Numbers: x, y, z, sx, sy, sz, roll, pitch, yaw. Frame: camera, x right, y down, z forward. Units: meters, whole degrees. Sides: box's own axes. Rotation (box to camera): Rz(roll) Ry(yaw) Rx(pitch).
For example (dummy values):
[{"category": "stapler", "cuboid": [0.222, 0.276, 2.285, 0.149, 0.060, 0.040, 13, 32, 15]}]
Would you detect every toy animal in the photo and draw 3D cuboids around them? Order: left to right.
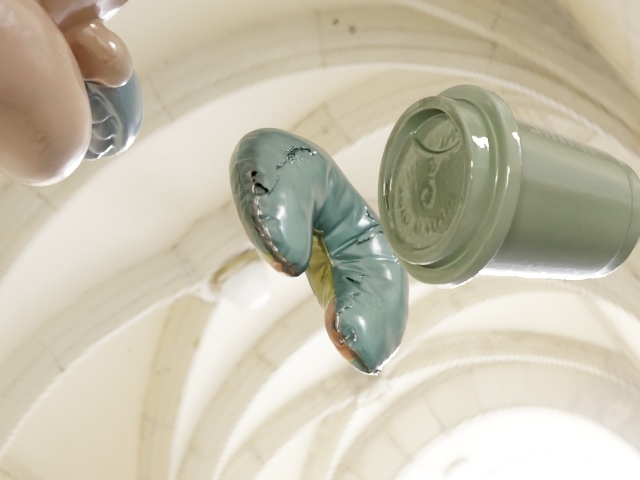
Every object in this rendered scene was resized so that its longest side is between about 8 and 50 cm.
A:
[{"category": "toy animal", "cuboid": [-0.199, -0.151, 0.718, 0.230, 0.210, 0.221, -3, -68, -41]}]

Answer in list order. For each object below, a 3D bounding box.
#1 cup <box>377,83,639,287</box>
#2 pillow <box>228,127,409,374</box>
[{"category": "cup", "cuboid": [0.116, -0.027, 0.736, 0.141, 0.120, 0.120, 7, -46, -31]}, {"category": "pillow", "cuboid": [0.000, 0.000, 1.109, 0.086, 0.233, 0.214, -30, 22, 17]}]
